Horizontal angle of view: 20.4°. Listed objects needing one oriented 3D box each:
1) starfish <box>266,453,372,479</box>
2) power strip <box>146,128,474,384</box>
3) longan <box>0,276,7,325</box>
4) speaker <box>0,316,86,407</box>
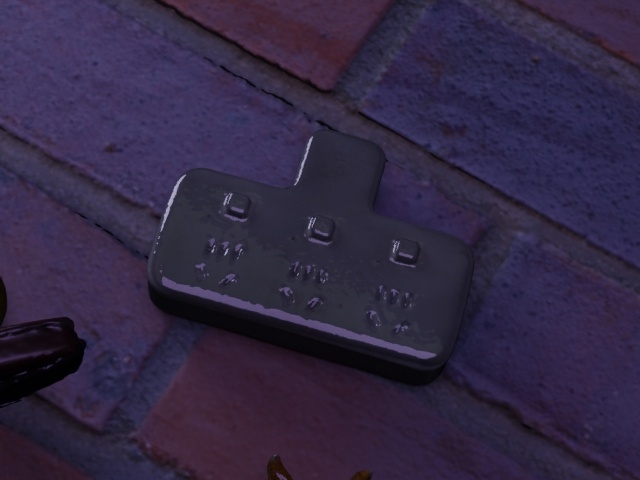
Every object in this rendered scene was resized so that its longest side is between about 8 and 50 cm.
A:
[{"bbox_3d":[0.013,0.272,1.388,0.176,0.053,0.208,17,69,-9],"label":"starfish"},{"bbox_3d":[0.000,0.000,1.506,0.265,0.059,0.193,15,64,2],"label":"power strip"},{"bbox_3d":[-0.286,0.050,1.438,0.075,0.083,0.075,30,43,-32],"label":"longan"},{"bbox_3d":[-0.317,0.153,1.262,0.259,0.329,0.198,12,63,-8],"label":"speaker"}]
